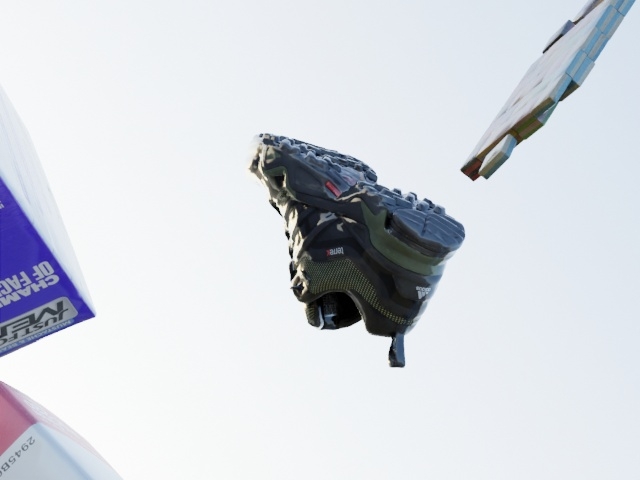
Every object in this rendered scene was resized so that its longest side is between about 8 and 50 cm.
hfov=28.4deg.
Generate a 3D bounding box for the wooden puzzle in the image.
[{"bbox_3d":[0.064,-0.044,0.355,0.006,0.083,0.049,39,-30,-5],"label":"wooden puzzle"}]

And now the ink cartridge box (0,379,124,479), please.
[{"bbox_3d":[-0.132,0.192,0.594,0.218,0.158,0.092,34,-12,38],"label":"ink cartridge box"}]

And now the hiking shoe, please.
[{"bbox_3d":[0.000,0.000,0.868,0.086,0.114,0.227,14,12,-33],"label":"hiking shoe"}]

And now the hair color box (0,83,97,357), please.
[{"bbox_3d":[-0.260,-0.071,0.808,0.339,0.110,0.185,73,-8,-62],"label":"hair color box"}]
